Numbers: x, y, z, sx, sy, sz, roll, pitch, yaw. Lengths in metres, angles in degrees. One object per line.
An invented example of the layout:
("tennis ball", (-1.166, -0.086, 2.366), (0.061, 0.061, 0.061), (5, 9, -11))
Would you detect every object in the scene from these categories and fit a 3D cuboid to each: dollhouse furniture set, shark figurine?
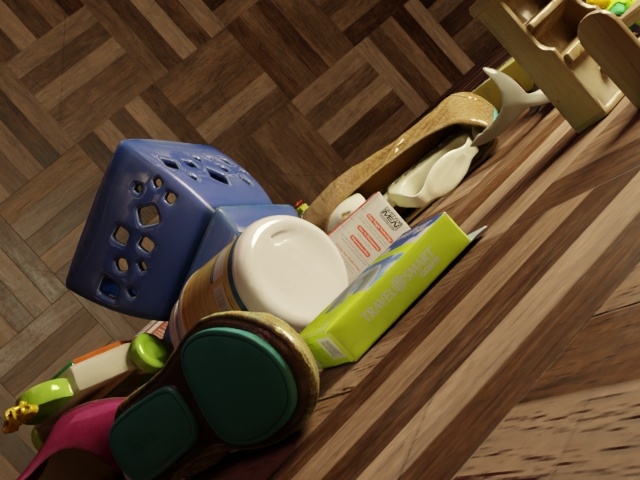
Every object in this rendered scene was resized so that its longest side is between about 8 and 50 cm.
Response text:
("dollhouse furniture set", (0.280, -0.232, 1.045), (0.212, 0.161, 0.242), (-44, 4, -37))
("shark figurine", (0.277, -0.201, 1.497), (0.278, 0.166, 0.116), (-74, 2, -50))

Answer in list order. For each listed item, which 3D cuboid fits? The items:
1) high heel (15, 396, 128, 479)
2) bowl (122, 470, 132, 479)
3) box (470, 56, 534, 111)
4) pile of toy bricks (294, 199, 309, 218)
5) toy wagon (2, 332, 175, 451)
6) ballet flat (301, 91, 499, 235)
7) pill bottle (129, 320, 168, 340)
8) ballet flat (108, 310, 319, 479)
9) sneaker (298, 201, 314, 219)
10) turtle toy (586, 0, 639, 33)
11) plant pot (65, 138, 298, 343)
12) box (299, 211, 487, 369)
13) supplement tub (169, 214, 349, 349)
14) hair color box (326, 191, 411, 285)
("high heel", (-0.349, 0.351, 1.515), (0.377, 0.127, 0.181), (-38, 30, 22))
("bowl", (-0.165, 0.214, 1.324), (0.142, 0.053, 0.142), (-44, 3, -40))
("box", (0.327, -0.272, 1.864), (0.087, 0.058, 0.232), (-43, 5, -24))
("pile of toy bricks", (-0.017, -0.028, 2.204), (0.118, 0.105, 0.212), (-45, 5, -40))
("toy wagon", (-0.301, 0.214, 1.635), (0.267, 0.068, 0.344), (-40, -25, 30))
("ballet flat", (0.102, -0.060, 1.525), (0.342, 0.116, 0.124), (-37, 23, 6))
("pill bottle", (-0.303, 0.217, 2.209), (0.216, 0.121, 0.121), (-44, 4, -39))
("ballet flat", (-0.077, 0.129, 1.018), (0.123, 0.123, 0.348), (-44, 5, -38))
("sneaker", (-0.001, 0.000, 1.741), (0.293, 0.102, 0.146), (-40, 3, 22))
("turtle toy", (0.360, -0.271, 1.412), (0.095, 0.066, 0.130), (-14, -12, -38))
("plant pot", (-0.178, 0.009, 1.622), (0.236, 0.212, 0.236), (-4, -58, -62))
("box", (0.062, 0.041, 1.055), (0.178, 0.042, 0.109), (-44, 4, -19))
("supplement tub", (-0.076, 0.072, 1.326), (0.200, 0.144, 0.144), (-37, 6, 48))
("hair color box", (0.039, 0.014, 1.400), (0.141, 0.072, 0.043), (-41, 2, -4))
